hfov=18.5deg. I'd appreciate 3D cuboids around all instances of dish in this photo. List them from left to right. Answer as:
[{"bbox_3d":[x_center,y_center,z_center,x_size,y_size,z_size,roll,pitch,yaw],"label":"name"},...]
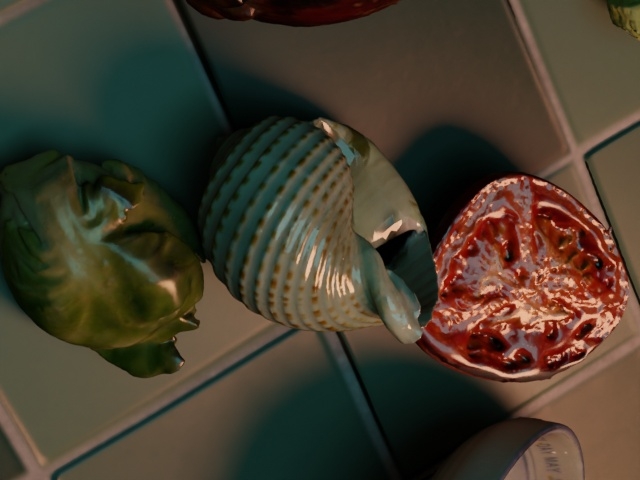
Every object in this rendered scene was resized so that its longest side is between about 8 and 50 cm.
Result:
[{"bbox_3d":[0.097,0.260,1.569,0.273,0.134,0.273,-37,136,-49],"label":"dish"}]

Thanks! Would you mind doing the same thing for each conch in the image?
[{"bbox_3d":[-0.010,0.003,1.445,0.131,0.172,0.200,-28,86,21],"label":"conch"}]

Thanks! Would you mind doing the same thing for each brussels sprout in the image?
[{"bbox_3d":[-0.161,0.016,1.420,0.139,0.100,0.181,-33,132,7],"label":"brussels sprout"}]

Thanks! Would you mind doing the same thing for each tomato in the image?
[{"bbox_3d":[0.147,0.035,1.555,0.174,0.082,0.166,35,85,-22],"label":"tomato"}]

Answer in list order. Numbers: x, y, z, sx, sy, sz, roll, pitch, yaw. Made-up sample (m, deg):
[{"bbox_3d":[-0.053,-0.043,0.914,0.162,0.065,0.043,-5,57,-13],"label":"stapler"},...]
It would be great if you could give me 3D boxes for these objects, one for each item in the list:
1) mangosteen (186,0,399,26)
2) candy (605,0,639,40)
[{"bbox_3d":[-0.019,-0.289,1.295,0.311,0.311,0.311,-6,106,-21],"label":"mangosteen"},{"bbox_3d":[0.319,-0.117,1.601,0.092,0.093,0.335,-13,128,27],"label":"candy"}]
